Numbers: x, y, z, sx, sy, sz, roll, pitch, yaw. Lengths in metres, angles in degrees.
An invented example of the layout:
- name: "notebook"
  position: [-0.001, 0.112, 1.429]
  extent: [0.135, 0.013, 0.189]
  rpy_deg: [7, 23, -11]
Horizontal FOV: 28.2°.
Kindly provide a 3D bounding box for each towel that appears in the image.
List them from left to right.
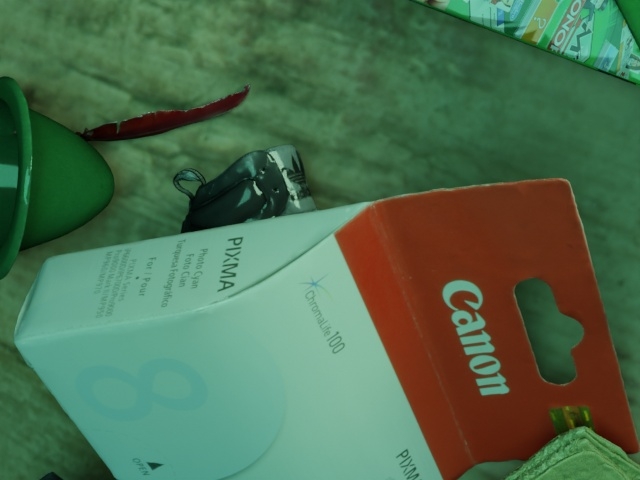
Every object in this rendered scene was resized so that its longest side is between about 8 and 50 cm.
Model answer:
- name: "towel"
  position: [0.178, 0.207, 0.990]
  extent: [0.148, 0.027, 0.110]
  rpy_deg: [-42, 123, 16]

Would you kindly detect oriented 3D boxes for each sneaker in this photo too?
- name: "sneaker"
  position: [0.000, 0.000, 1.008]
  extent: [0.268, 0.101, 0.153]
  rpy_deg: [0, 95, 16]

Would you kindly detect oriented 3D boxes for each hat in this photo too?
- name: "hat"
  position: [-0.194, -0.049, 1.102]
  extent: [0.208, 0.183, 0.173]
  rpy_deg: [1, 89, 58]

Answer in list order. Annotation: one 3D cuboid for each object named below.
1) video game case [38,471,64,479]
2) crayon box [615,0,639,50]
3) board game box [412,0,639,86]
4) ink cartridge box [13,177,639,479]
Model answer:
- name: "video game case"
  position: [-0.261, 0.332, 1.111]
  extent: [0.274, 0.026, 0.196]
  rpy_deg: [-37, 116, 16]
- name: "crayon box"
  position: [0.331, -0.099, 0.813]
  extent: [0.202, 0.081, 0.318]
  rpy_deg: [-27, 69, 17]
- name: "board game box"
  position: [0.208, -0.296, 0.946]
  extent: [0.213, 0.046, 0.317]
  rpy_deg: [23, 101, 12]
- name: "ink cartridge box"
  position: [0.019, 0.116, 0.933]
  extent: [0.385, 0.091, 0.308]
  rpy_deg: [-8, 133, 18]
